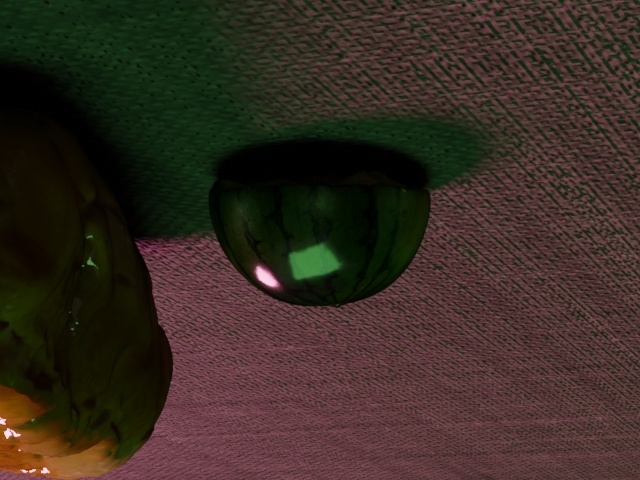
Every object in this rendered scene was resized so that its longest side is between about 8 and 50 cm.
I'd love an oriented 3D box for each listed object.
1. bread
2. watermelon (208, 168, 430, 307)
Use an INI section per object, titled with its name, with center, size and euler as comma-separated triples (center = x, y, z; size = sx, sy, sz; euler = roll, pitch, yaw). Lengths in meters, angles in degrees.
[bread]
center = -0.164, 0.029, 0.876
size = 0.167, 0.132, 0.294
euler = 1, 164, 7
[watermelon]
center = 0.000, 0.000, 0.877
size = 0.106, 0.062, 0.105
euler = 0, 172, 0
